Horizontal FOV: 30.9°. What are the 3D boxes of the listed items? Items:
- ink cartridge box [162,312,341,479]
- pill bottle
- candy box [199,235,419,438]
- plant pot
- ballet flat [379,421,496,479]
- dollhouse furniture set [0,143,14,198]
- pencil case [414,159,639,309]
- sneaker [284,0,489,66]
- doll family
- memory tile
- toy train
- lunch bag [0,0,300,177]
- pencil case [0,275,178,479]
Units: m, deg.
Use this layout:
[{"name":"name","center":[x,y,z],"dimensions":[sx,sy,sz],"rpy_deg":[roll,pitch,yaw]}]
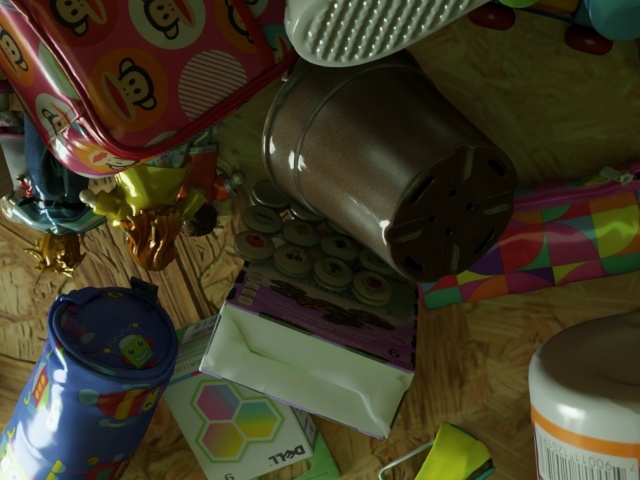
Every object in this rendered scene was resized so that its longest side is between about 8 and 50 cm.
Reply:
[{"name":"ink cartridge box","center":[-0.072,0.174,1.125],"dimensions":[0.109,0.062,0.209],"rpy_deg":[-22,104,12]},{"name":"pill bottle","center":[0.314,0.280,1.036],"dimensions":[0.224,0.224,0.392],"rpy_deg":[-6,107,8]},{"name":"candy box","center":[-0.002,0.075,1.016],"dimensions":[0.165,0.196,0.070],"rpy_deg":[20,109,-1]},{"name":"plant pot","center":[0.063,-0.060,0.948],"dimensions":[0.167,0.165,0.167],"rpy_deg":[-19,130,-24]},{"name":"ballet flat","center":[0.074,0.269,1.144],"dimensions":[0.077,0.077,0.231],"rpy_deg":[45,104,13]},{"name":"dollhouse furniture set","center":[-0.430,-0.175,0.874],"dimensions":[0.257,0.362,0.394],"rpy_deg":[20,138,25]},{"name":"pencil case","center":[0.192,-0.008,1.024],"dimensions":[0.236,0.104,0.104],"rpy_deg":[-14,105,9]},{"name":"sneaker","center":[0.125,-0.266,0.821],"dimensions":[0.366,0.135,0.150],"rpy_deg":[-21,63,12]},{"name":"doll family","center":[-0.203,-0.049,1.038],"dimensions":[0.263,0.118,0.163],"rpy_deg":[4,108,4]},{"name":"memory tile","center":[0.000,0.000,1.039],"dimensions":[0.148,0.113,0.012],"rpy_deg":[19,128,-2]},{"name":"toy train","center":[0.149,-0.219,0.936],"dimensions":[0.248,0.143,0.105],"rpy_deg":[14,108,1]},{"name":"lunch bag","center":[-0.154,-0.222,0.933],"dimensions":[0.258,0.120,0.293],"rpy_deg":[-38,101,-30]},{"name":"pencil case","center":[-0.235,0.171,1.077],"dimensions":[0.133,0.119,0.306],"rpy_deg":[45,126,21]}]
